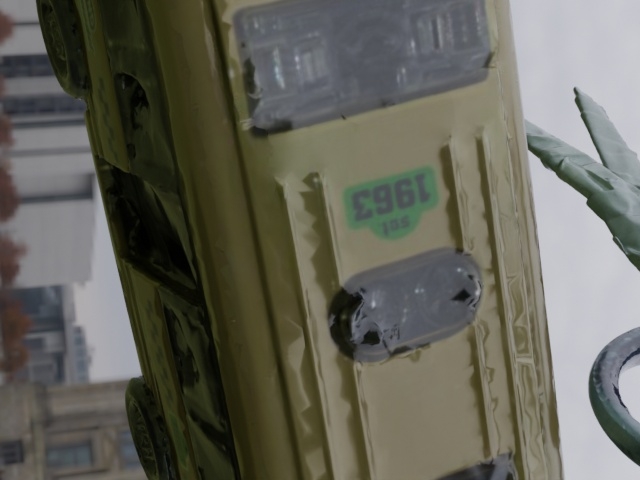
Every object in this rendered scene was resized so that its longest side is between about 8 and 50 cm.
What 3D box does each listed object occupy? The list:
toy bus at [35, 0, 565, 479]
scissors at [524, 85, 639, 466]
[{"bbox_3d":[0.000,0.000,0.561,0.202,0.177,0.365,-152,-131,-63],"label":"toy bus"},{"bbox_3d":[0.206,-0.002,0.723,0.383,0.256,0.029,-119,-148,-52],"label":"scissors"}]
